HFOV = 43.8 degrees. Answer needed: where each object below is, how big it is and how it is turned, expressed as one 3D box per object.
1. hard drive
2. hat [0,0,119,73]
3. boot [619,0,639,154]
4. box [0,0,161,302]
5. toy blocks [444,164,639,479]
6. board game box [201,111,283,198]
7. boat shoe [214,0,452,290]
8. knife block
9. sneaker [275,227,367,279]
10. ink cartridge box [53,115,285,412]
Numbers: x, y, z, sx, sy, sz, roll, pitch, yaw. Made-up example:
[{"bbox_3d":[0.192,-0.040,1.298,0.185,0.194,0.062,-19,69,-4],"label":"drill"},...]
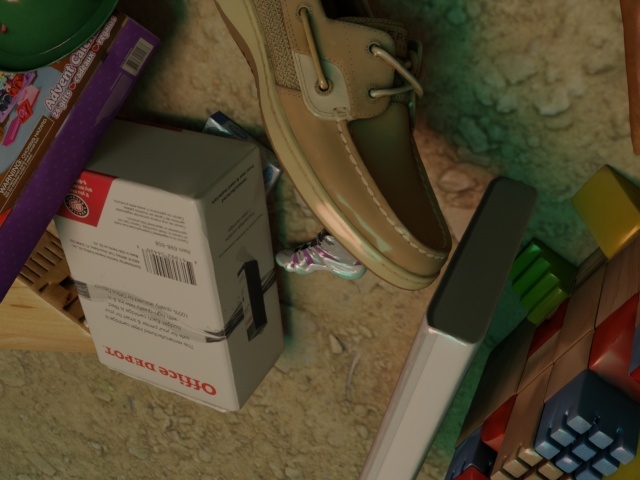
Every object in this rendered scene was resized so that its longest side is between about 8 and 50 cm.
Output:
[{"bbox_3d":[0.093,0.141,0.727,0.047,0.233,0.353,24,128,11],"label":"hard drive"},{"bbox_3d":[-0.265,-0.253,0.625,0.208,0.183,0.173,-30,70,12],"label":"hat"},{"bbox_3d":[0.299,-0.191,0.485,0.264,0.096,0.281,-9,111,32],"label":"boot"},{"bbox_3d":[-0.307,-0.116,0.747,0.201,0.057,0.293,34,94,23],"label":"box"},{"bbox_3d":[0.224,0.116,0.628,0.190,0.261,0.381,36,130,2],"label":"toy blocks"},{"bbox_3d":[-0.091,-0.071,0.821,0.090,0.020,0.090,38,130,4],"label":"board game box"},{"bbox_3d":[0.019,-0.126,0.610,0.110,0.121,0.341,-34,77,28],"label":"boat shoe"},{"bbox_3d":[-0.397,0.093,1.040,0.275,0.088,0.242,36,130,1],"label":"knife block"},{"bbox_3d":[0.000,0.000,0.813,0.098,0.038,0.069,5,121,13],"label":"sneaker"},{"bbox_3d":[-0.157,0.026,0.837,0.197,0.114,0.273,14,129,25],"label":"ink cartridge box"}]
